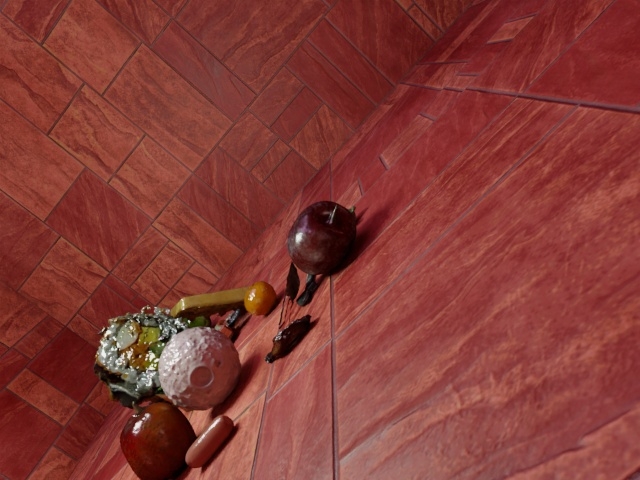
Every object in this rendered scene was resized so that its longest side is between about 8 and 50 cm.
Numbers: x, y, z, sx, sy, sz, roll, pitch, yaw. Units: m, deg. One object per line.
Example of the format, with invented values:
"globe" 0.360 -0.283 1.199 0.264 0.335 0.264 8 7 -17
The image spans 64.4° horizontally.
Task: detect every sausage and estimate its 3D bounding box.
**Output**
"sausage" -0.293 0.531 1.340 0.154 0.062 0.062 -49 12 -3

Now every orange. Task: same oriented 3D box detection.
"orange" -0.227 0.223 1.933 0.135 0.118 0.135 -42 -41 -51

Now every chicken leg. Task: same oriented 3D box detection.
"chicken leg" -0.097 0.283 1.446 0.205 0.053 0.093 -40 -10 10

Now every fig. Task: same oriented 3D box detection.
"fig" -0.687 0.496 2.654 0.206 0.206 0.275 -26 40 62

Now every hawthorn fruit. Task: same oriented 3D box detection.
"hawthorn fruit" -0.477 0.574 1.486 0.215 0.249 0.215 -29 -4 -2

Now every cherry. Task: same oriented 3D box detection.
"cherry" 0.000 0.000 1.619 0.300 0.203 0.230 111 -178 -52

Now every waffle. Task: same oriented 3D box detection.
"waffle" -0.476 0.287 2.256 0.348 0.077 0.304 -7 -16 -28

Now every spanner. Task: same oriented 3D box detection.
"spanner" -0.038 0.138 1.745 0.093 0.026 0.325 -47 10 15

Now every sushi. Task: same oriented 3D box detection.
"sushi" -0.709 0.463 2.074 0.417 0.417 0.176 -54 -7 -22

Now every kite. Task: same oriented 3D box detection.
"kite" -0.097 0.185 1.627 0.016 0.127 0.229 0 56 19

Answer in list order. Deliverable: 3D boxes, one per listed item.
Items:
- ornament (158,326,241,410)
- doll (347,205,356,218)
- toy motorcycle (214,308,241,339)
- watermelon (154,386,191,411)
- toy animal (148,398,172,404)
"ornament" -0.376 0.402 1.588 0.259 0.259 0.225 -52 11 -12
"doll" 0.081 -0.055 1.811 0.115 0.078 0.150 -51 17 50
"toy motorcycle" -0.418 0.415 2.089 0.171 0.089 0.298 -35 19 54
"watermelon" -0.512 0.553 1.876 0.137 0.145 0.193 -53 12 4
"toy animal" -0.662 0.684 2.131 0.186 0.093 0.214 -21 22 50
